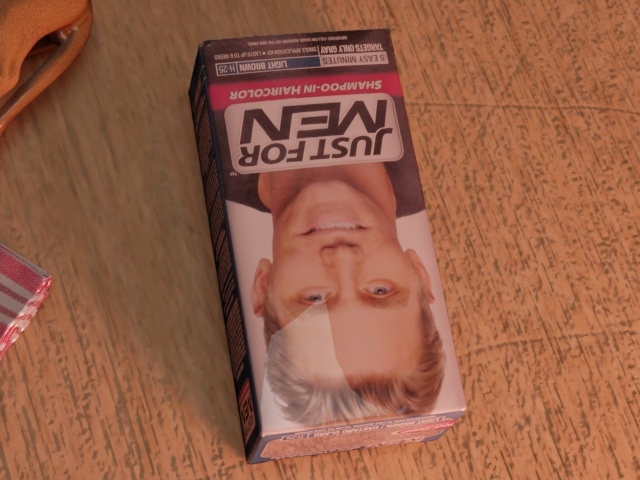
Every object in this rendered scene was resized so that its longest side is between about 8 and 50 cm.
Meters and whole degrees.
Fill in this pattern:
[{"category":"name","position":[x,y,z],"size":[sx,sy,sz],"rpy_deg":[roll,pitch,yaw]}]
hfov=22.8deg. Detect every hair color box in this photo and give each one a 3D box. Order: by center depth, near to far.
[{"category":"hair color box","position":[0.000,0.000,1.334],"size":[0.173,0.105,0.347],"rpy_deg":[-6,71,-13]}]

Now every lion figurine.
[{"category":"lion figurine","position":[-0.302,-0.266,1.383],"size":[0.240,0.142,0.392],"rpy_deg":[-31,91,-28]}]

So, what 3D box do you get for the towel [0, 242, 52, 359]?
[{"category":"towel","position":[-0.329,0.068,1.285],"size":[0.144,0.029,0.197],"rpy_deg":[33,67,4]}]
